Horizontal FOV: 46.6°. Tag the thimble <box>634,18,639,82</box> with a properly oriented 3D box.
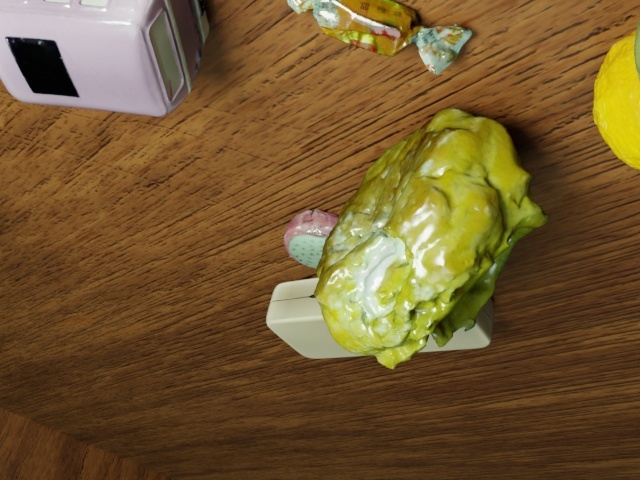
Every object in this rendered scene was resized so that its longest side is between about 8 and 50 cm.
[{"bbox_3d":[0.338,-0.141,0.455,0.254,0.167,0.288,21,104,9],"label":"thimble"}]

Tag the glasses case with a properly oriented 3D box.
[{"bbox_3d":[0.087,0.113,1.143,0.336,0.076,0.144,-9,142,31],"label":"glasses case"}]

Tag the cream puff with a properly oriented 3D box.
[{"bbox_3d":[0.124,0.009,0.790,0.185,0.282,0.282,34,143,-17],"label":"cream puff"}]

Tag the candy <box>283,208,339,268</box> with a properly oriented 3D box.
[{"bbox_3d":[0.000,0.000,1.032,0.103,0.043,0.103,9,145,7],"label":"candy"}]

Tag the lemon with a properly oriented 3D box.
[{"bbox_3d":[0.319,-0.128,0.622,0.142,0.142,0.187,33,144,-28],"label":"lemon"}]

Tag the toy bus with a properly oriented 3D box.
[{"bbox_3d":[-0.221,-0.208,0.698,0.202,0.142,0.142,7,148,9],"label":"toy bus"}]

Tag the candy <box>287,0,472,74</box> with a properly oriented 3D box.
[{"bbox_3d":[0.050,-0.202,0.695,0.182,0.047,0.053,18,146,-2],"label":"candy"}]
